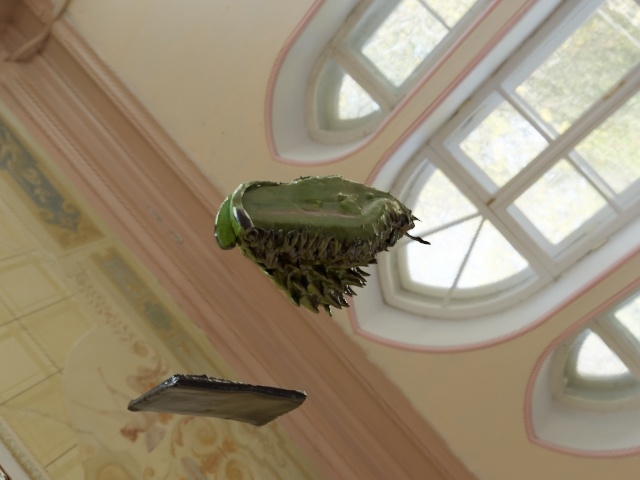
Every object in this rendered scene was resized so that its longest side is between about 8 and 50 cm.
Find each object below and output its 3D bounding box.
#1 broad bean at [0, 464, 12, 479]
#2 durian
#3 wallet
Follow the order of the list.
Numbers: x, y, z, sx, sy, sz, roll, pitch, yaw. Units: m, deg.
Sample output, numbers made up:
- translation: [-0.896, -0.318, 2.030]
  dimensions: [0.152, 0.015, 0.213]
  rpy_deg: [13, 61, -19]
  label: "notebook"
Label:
- translation: [-0.206, 0.205, 0.288]
  dimensions: [0.121, 0.156, 0.229]
  rpy_deg: [5, -99, -3]
  label: "broad bean"
- translation: [0.006, -0.001, 0.644]
  dimensions: [0.132, 0.106, 0.375]
  rpy_deg: [56, -154, 18]
  label: "durian"
- translation: [-0.163, 0.268, 1.062]
  dimensions: [0.285, 0.146, 0.030]
  rpy_deg: [20, -135, -42]
  label: "wallet"
